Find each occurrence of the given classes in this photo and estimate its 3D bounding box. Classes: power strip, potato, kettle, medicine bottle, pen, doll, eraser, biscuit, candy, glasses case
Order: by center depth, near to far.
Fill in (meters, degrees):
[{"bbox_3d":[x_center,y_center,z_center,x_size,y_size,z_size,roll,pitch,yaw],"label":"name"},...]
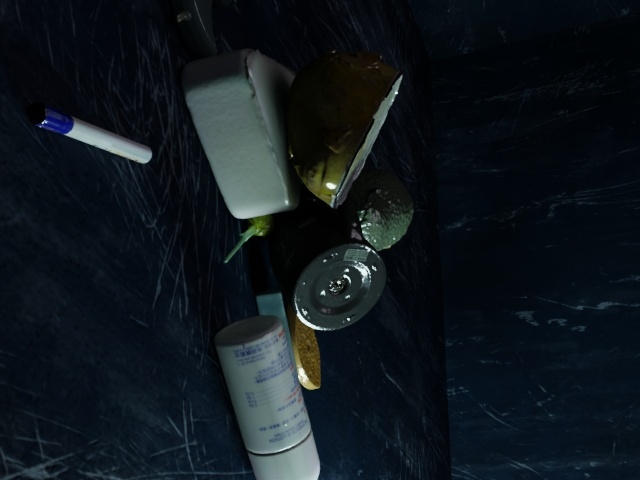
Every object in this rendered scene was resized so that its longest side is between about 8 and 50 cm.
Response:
[{"bbox_3d":[-0.331,-0.154,1.194,0.269,0.033,0.033,18,64,-70],"label":"pen"},{"bbox_3d":[-0.091,0.317,1.498,0.130,0.130,0.341,-48,124,-66],"label":"medicine bottle"},{"bbox_3d":[0.014,-0.227,1.571,0.246,0.196,0.300,90,25,-75],"label":"potato"},{"bbox_3d":[-0.236,-0.468,1.586,0.253,0.054,0.168,-79,149,-47],"label":"power strip"},{"bbox_3d":[-0.146,-0.249,1.600,0.331,0.149,0.331,-7,90,-73],"label":"eraser"},{"bbox_3d":[-0.149,-0.008,1.631,0.062,0.058,0.194,48,36,-8],"label":"candy"},{"bbox_3d":[-0.084,0.236,1.700,0.105,0.056,0.266,-150,-131,-83],"label":"glasses case"},{"bbox_3d":[0.000,0.000,1.709,0.268,0.207,0.290,-67,-148,22],"label":"kettle"},{"bbox_3d":[-0.041,0.240,1.834,0.142,0.028,0.221,-51,129,-67],"label":"biscuit"},{"bbox_3d":[0.113,-0.060,2.140,0.349,0.247,0.247,-49,127,-70],"label":"doll"}]
